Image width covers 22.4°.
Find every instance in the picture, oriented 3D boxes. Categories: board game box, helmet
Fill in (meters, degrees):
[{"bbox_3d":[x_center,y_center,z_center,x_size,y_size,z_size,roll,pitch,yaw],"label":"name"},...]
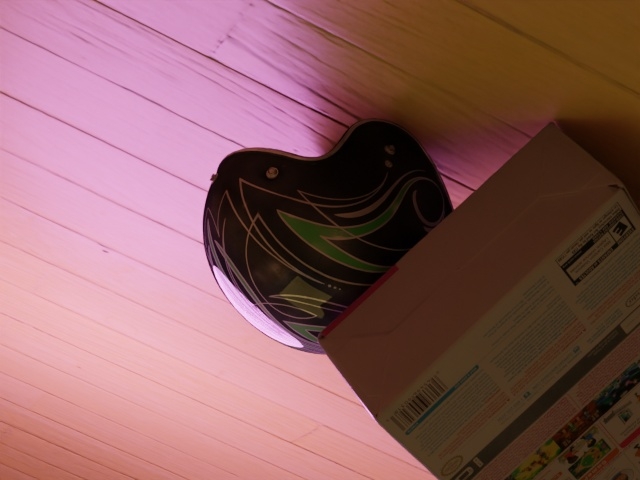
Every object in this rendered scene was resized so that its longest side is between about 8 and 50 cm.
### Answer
[{"bbox_3d":[0.168,0.093,1.170,0.303,0.224,0.097,47,-179,-44],"label":"board game box"},{"bbox_3d":[0.000,0.000,1.169,0.169,0.162,0.169,37,141,37],"label":"helmet"}]
